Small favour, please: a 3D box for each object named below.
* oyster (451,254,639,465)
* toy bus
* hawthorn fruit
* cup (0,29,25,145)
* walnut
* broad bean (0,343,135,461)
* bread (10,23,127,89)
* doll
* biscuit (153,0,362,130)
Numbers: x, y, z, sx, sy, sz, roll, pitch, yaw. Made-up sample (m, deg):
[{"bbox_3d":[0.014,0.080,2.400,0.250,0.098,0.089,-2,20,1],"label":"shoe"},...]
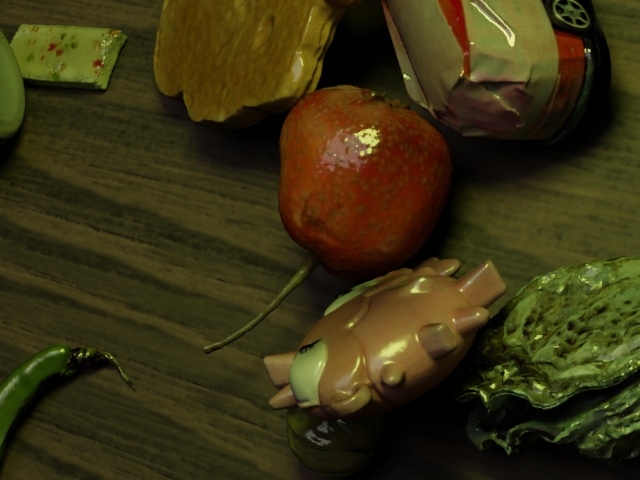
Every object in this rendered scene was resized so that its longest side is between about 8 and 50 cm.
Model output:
[{"bbox_3d":[0.235,0.095,1.463,0.268,0.112,0.198,-5,43,40],"label":"oyster"},{"bbox_3d":[0.137,-0.220,1.634,0.127,0.147,0.302,116,146,-48],"label":"toy bus"},{"bbox_3d":[0.000,0.000,1.632,0.165,0.165,0.285,34,94,40],"label":"hawthorn fruit"},{"bbox_3d":[-0.451,-0.169,1.991,0.257,0.227,0.301,-13,44,14],"label":"cup"},{"bbox_3d":[0.012,0.160,1.583,0.092,0.092,0.092,-15,60,27],"label":"walnut"},{"bbox_3d":[-0.325,0.206,1.795,0.318,0.056,0.098,-41,51,7],"label":"broad bean"},{"bbox_3d":[-0.278,-0.198,1.987,0.154,0.028,0.068,9,74,38],"label":"bread"},{"bbox_3d":[0.056,0.079,1.522,0.211,0.093,0.262,-20,17,32],"label":"doll"},{"bbox_3d":[-0.048,-0.236,1.764,0.376,0.051,0.269,-10,68,56],"label":"biscuit"}]
